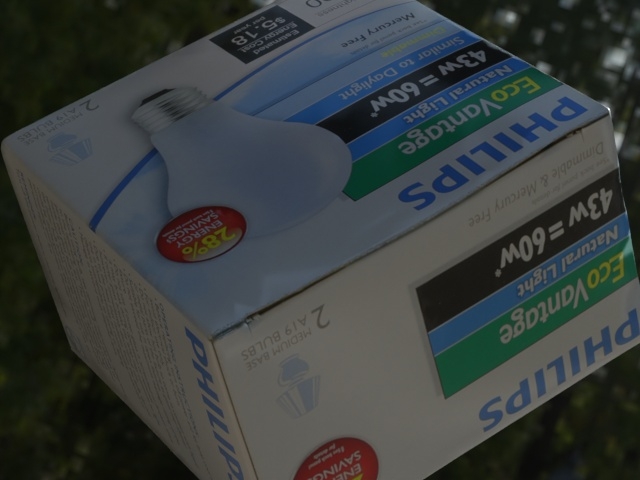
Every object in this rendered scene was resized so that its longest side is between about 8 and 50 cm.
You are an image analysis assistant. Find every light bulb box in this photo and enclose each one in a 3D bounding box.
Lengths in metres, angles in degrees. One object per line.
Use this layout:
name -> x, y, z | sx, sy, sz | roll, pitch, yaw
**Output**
light bulb box -> 0.000, 0.000, 1.551 | 0.361, 0.358, 0.225 | 37, -30, 49
